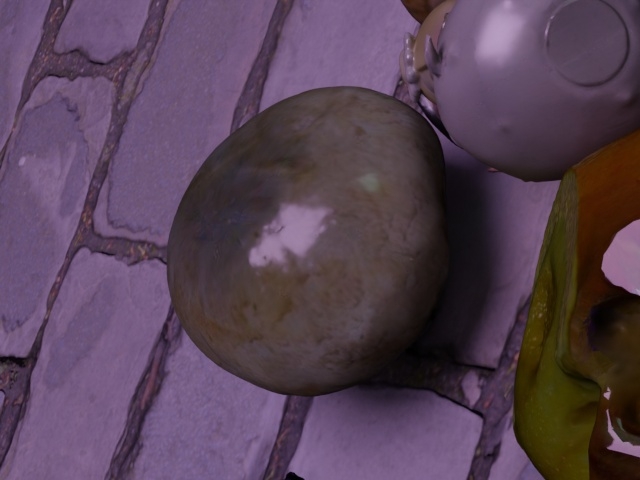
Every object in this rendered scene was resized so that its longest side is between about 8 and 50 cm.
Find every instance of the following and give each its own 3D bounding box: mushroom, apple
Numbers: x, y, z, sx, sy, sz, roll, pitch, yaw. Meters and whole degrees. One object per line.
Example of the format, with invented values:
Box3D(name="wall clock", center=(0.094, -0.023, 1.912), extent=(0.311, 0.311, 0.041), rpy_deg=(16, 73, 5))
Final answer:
Box3D(name="mushroom", center=(0.000, 0.000, 1.701), extent=(0.352, 0.260, 0.352), rpy_deg=(-32, 42, 34))
Box3D(name="apple", center=(0.301, 0.079, 1.217), extent=(0.384, 0.374, 0.374), rpy_deg=(-36, 47, 22))

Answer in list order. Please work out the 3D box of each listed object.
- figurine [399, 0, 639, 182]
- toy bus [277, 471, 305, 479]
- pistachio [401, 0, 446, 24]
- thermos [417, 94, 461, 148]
Box3D(name="figurine", center=(0.173, -0.190, 1.449), extent=(0.394, 0.226, 0.275), rpy_deg=(-165, 81, -79))
Box3D(name="toy bus", center=(0.116, 0.342, 1.395), extent=(0.440, 0.249, 0.209), rpy_deg=(3, 73, 49))
Box3D(name="pistachio", center=(0.150, -0.328, 1.815), extent=(0.129, 0.131, 0.206), rpy_deg=(7, 64, 4))
Box3D(name="thermos", center=(0.252, -0.233, 1.666), extent=(0.330, 0.136, 0.109), rpy_deg=(-41, 73, 28))
